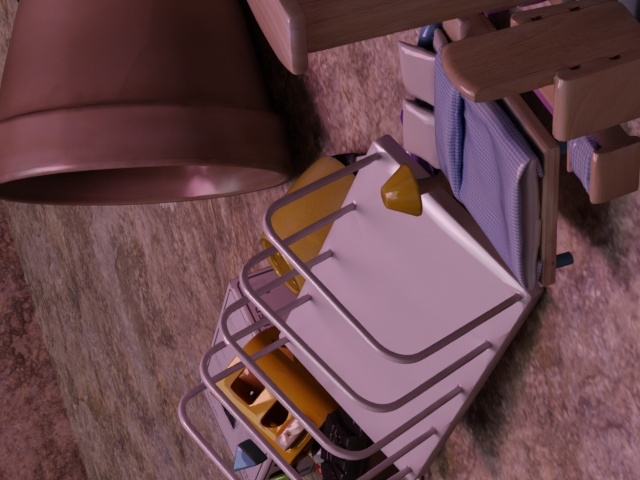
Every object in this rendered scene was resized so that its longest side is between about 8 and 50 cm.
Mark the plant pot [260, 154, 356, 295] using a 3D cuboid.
[{"bbox_3d":[0.000,0.000,1.576,0.134,0.095,0.134,52,166,19],"label":"plant pot"}]

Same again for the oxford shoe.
[{"bbox_3d":[0.069,0.139,1.599,0.083,0.096,0.227,-120,39,-57],"label":"oxford shoe"}]

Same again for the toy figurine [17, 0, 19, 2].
[{"bbox_3d":[-0.279,-0.381,1.847,0.213,0.209,0.148,113,141,-60],"label":"toy figurine"}]

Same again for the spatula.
[{"bbox_3d":[0.051,-0.073,1.521,0.296,0.030,0.084,-4,103,70],"label":"spatula"}]

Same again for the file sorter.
[{"bbox_3d":[0.019,0.092,1.406,0.193,0.173,0.277,46,137,19],"label":"file sorter"}]

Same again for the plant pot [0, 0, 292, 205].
[{"bbox_3d":[-0.198,-0.191,1.728,0.323,0.323,0.280,160,108,-70],"label":"plant pot"}]

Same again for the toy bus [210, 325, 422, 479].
[{"bbox_3d":[-0.015,0.181,1.686,0.104,0.202,0.191,-19,-77,-66],"label":"toy bus"}]

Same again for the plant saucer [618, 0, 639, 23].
[{"bbox_3d":[0.207,-0.166,1.032,0.195,0.037,0.195,53,153,43],"label":"plant saucer"}]

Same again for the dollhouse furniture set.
[{"bbox_3d":[0.076,-0.062,1.154,0.286,0.198,0.303,-117,16,-46],"label":"dollhouse furniture set"}]

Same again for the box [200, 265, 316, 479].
[{"bbox_3d":[-0.054,0.165,1.917,0.169,0.087,0.290,63,158,23],"label":"box"}]
